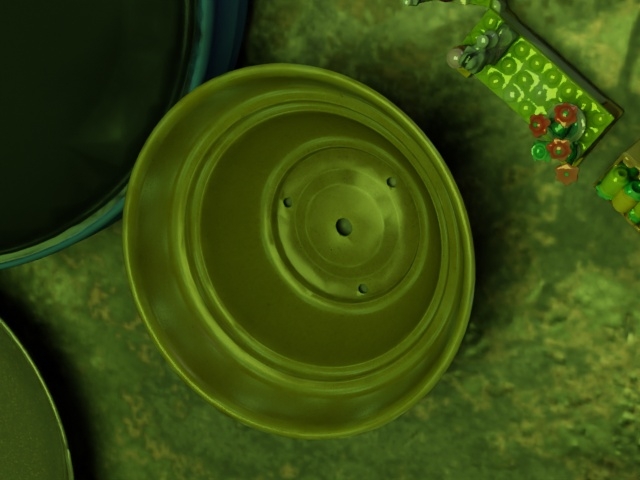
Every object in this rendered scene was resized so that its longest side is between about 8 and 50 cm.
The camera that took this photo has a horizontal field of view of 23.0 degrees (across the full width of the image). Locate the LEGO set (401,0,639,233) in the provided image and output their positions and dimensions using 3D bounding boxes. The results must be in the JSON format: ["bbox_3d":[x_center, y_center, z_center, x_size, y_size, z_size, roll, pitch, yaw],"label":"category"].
[{"bbox_3d":[0.105,-0.123,0.835,0.132,0.107,0.287,-12,97,25],"label":"LEGO set"}]

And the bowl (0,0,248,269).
[{"bbox_3d":[-0.238,-0.157,0.924,0.391,0.077,0.391,2,114,5],"label":"bowl"}]

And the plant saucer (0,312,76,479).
[{"bbox_3d":[-0.295,0.149,1.107,0.310,0.050,0.310,5,103,22],"label":"plant saucer"}]

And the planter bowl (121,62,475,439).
[{"bbox_3d":[0.000,0.000,0.919,0.217,0.090,0.217,6,104,23],"label":"planter bowl"}]
